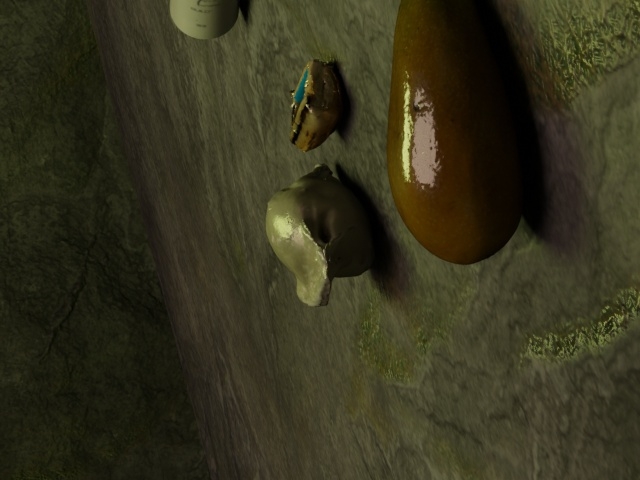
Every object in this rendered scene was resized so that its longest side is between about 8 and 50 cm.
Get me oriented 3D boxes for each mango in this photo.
[{"bbox_3d":[0.099,-0.093,1.203,0.136,0.099,0.228,-149,52,-81],"label":"mango"}]

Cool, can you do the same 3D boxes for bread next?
[{"bbox_3d":[-0.004,-0.141,1.670,0.106,0.053,0.072,115,160,-68],"label":"bread"}]

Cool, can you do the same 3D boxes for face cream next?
[{"bbox_3d":[-0.132,-0.350,1.851,0.311,0.092,0.092,104,147,-67],"label":"face cream"}]

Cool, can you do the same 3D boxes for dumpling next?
[{"bbox_3d":[0.000,0.000,1.702,0.199,0.118,0.136,-88,-5,-53],"label":"dumpling"}]
